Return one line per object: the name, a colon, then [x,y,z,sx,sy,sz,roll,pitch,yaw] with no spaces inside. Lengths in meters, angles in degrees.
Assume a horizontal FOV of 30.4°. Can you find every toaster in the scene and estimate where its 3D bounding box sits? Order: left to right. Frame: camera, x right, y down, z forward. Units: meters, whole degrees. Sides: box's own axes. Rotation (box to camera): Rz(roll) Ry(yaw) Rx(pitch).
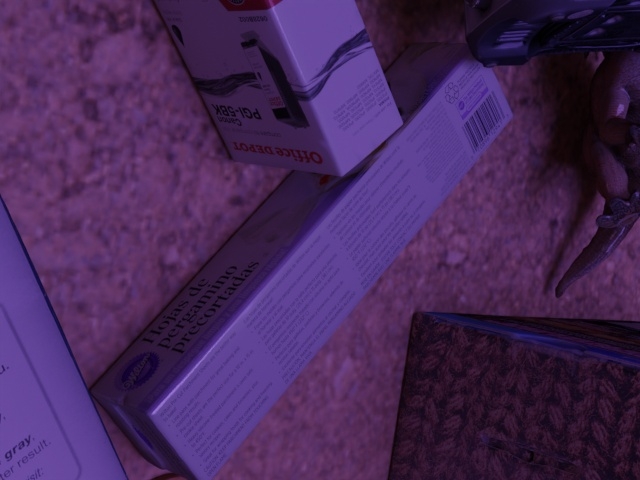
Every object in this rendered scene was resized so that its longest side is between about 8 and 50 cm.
toaster: [0.188,-0.193,0.714,0.227,0.129,0.146,-6,84,-16]

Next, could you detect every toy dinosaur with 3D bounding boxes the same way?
toy dinosaur: [0.239,-0.104,0.886,0.127,0.200,0.295,0,125,-14]

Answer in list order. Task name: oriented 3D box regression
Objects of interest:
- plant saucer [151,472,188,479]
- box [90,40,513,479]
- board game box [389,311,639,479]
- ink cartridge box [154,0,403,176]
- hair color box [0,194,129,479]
plant saucer: [-0.089,0.180,0.696,0.083,0.013,0.083,-9,103,-41]
box: [0.000,0.000,0.711,0.324,0.063,0.067,-49,125,-25]
board game box: [0.236,0.143,0.842,0.291,0.232,0.141,6,94,-43]
ink cartridge box: [-0.027,-0.107,0.641,0.056,0.099,0.135,-43,124,-29]
hair color box: [-0.211,0.031,0.460,0.174,0.105,0.347,-38,130,-30]
